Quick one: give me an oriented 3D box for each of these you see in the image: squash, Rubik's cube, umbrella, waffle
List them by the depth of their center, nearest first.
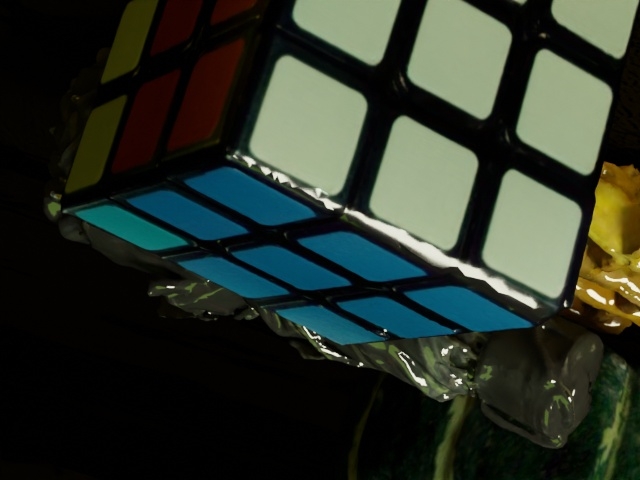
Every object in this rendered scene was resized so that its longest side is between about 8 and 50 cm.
[{"bbox_3d":[0.011,-0.059,0.667,0.162,0.163,0.160,24,162,-27],"label":"Rubik's cube"},{"bbox_3d":[0.000,-0.012,0.837,0.336,0.154,0.128,14,-156,36],"label":"umbrella"},{"bbox_3d":[0.152,0.012,0.937,0.293,0.069,0.260,8,160,36],"label":"waffle"},{"bbox_3d":[0.132,0.140,0.969,0.252,0.165,0.252,17,169,3],"label":"squash"}]
